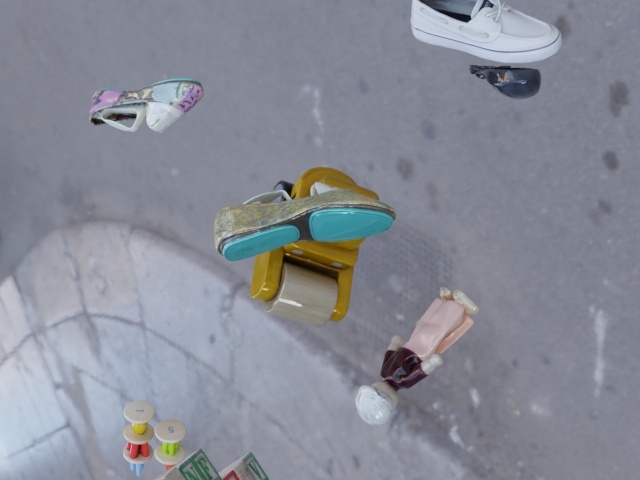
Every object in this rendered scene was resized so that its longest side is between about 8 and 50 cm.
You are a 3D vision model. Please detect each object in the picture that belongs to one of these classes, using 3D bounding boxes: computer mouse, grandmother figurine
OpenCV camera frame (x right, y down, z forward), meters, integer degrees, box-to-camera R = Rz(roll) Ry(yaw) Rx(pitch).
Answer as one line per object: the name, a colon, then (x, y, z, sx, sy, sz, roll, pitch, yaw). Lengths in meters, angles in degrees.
computer mouse: (0.257, -0.228, 1.451, 0.242, 0.071, 0.041, -108, 17, -77)
grandmother figurine: (0.202, 0.255, 2.191, 0.104, 0.342, 0.208, 44, 168, -9)

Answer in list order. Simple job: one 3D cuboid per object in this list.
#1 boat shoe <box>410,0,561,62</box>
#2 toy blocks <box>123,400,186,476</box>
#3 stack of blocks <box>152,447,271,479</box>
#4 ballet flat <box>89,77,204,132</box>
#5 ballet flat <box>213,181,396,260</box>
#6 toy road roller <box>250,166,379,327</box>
boat shoe: (0.281, -0.378, 1.746, 0.267, 0.096, 0.088, 19, 147, 24)
toy blocks: (-0.284, 0.360, 1.738, 0.123, 0.054, 0.148, 26, 129, 24)
stack of blocks: (-0.122, 0.322, 1.105, 0.171, 0.087, 0.297, 56, -169, 4)
ballet flat: (-0.291, -0.217, 1.685, 0.221, 0.079, 0.077, -1, 156, 27)
ballet flat: (-0.035, -0.051, 1.931, 0.123, 0.348, 0.123, 168, 90, -87)
toy road roller: (0.000, 0.000, 2.162, 0.240, 0.202, 0.329, -33, 44, 59)
